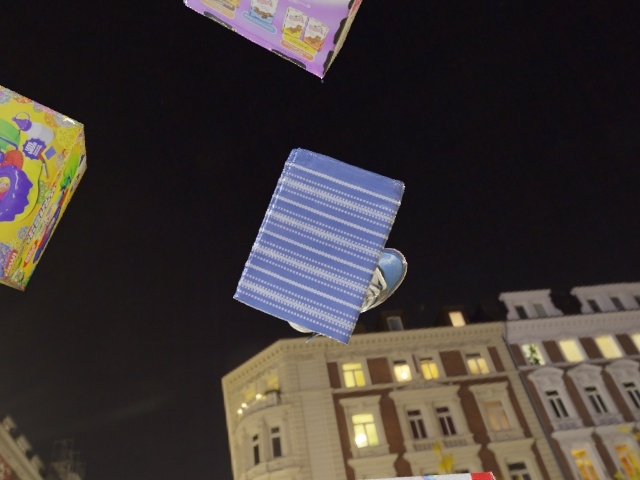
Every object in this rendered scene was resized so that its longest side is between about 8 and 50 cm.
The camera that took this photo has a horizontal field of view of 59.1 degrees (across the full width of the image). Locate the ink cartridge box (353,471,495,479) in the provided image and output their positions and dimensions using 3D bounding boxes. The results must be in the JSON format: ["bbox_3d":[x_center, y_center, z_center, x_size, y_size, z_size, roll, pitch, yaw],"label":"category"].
[{"bbox_3d":[0.125,0.331,0.606,0.230,0.078,0.134,-5,-69,5],"label":"ink cartridge box"}]

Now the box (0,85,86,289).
[{"bbox_3d":[-0.573,-0.083,1.021,0.176,0.290,0.279,25,-16,-16],"label":"box"}]

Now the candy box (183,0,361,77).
[{"bbox_3d":[-0.029,-0.277,0.522,0.164,0.070,0.196,28,-35,-3],"label":"candy box"}]

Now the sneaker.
[{"bbox_3d":[0.069,0.114,1.301,0.322,0.130,0.236,-27,-5,-2],"label":"sneaker"}]

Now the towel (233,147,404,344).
[{"bbox_3d":[0.000,0.000,1.093,0.243,0.336,0.040,20,-11,9],"label":"towel"}]
